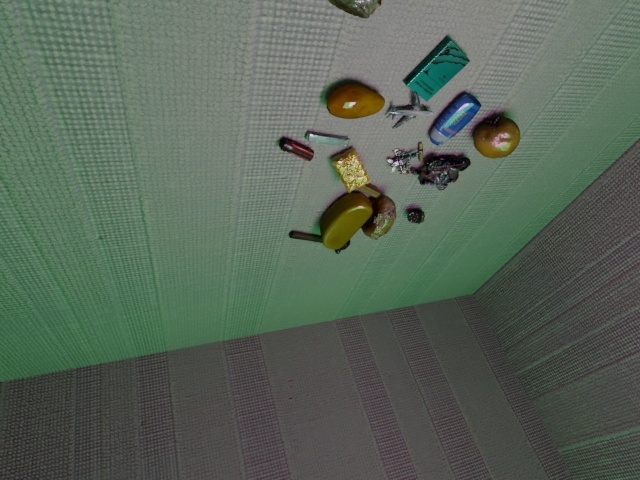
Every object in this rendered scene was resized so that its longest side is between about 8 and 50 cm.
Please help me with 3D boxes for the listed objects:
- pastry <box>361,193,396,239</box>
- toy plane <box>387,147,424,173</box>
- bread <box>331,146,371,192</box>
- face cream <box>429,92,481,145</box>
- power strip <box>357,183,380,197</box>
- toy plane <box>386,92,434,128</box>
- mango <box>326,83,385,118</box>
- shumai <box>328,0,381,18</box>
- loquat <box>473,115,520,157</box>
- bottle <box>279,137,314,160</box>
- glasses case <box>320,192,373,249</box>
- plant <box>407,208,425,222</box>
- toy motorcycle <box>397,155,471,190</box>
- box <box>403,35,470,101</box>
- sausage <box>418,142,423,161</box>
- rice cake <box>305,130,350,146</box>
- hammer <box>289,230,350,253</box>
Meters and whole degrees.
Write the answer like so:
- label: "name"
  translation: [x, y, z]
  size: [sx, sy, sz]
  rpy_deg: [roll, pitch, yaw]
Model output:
- label: "pastry"
  translation: [0.301, -0.136, 2.234]
  size: [0.121, 0.236, 0.257]
  rpy_deg: [17, 123, -28]
- label: "toy plane"
  translation: [0.425, -0.403, 2.024]
  size: [0.188, 0.062, 0.135]
  rpy_deg: [-19, 117, 13]
- label: "bread"
  translation: [0.145, -0.330, 1.934]
  size: [0.125, 0.068, 0.188]
  rpy_deg: [-26, 122, 10]
- label: "face cream"
  translation: [0.613, -0.547, 1.901]
  size: [0.149, 0.083, 0.264]
  rpy_deg: [8, 139, -36]
- label: "power strip"
  translation: [0.205, -0.284, 2.102]
  size: [0.305, 0.064, 0.044]
  rpy_deg: [17, 129, -44]
- label: "toy plane"
  translation: [0.394, -0.557, 1.786]
  size: [0.226, 0.058, 0.226]
  rpy_deg: [-14, 161, -21]
- label: "mango"
  translation: [0.145, -0.546, 1.620]
  size: [0.253, 0.113, 0.138]
  rpy_deg: [-8, 147, -22]
- label: "shumai"
  translation: [0.110, -0.771, 1.244]
  size: [0.184, 0.184, 0.142]
  rpy_deg: [10, 114, -39]
- label: "loquat"
  translation: [0.857, -0.507, 2.010]
  size: [0.213, 0.213, 0.213]
  rpy_deg: [-14, 148, -9]
- label: "bottle"
  translation: [-0.105, -0.392, 1.775]
  size: [0.164, 0.060, 0.060]
  rpy_deg: [15, 134, -42]
- label: "glasses case"
  translation: [0.120, -0.113, 2.237]
  size: [0.173, 0.141, 0.371]
  rpy_deg: [16, 133, -29]
- label: "plant"
  translation: [0.574, -0.145, 2.483]
  size: [0.094, 0.092, 0.143]
  rpy_deg: [4, -174, 33]
- label: "toy motorcycle"
  translation: [0.594, -0.351, 2.150]
  size: [0.401, 0.134, 0.207]
  rpy_deg: [-6, 140, -28]
- label: "box"
  translation: [0.468, -0.681, 1.655]
  size: [0.161, 0.042, 0.226]
  rpy_deg: [14, 136, -43]
- label: "sausage"
  translation: [0.502, -0.443, 2.060]
  size: [0.024, 0.024, 0.132]
  rpy_deg: [-21, 150, 3]
- label: "rice cake"
  translation: [0.033, -0.442, 1.795]
  size: [0.211, 0.034, 0.043]
  rpy_deg: [1, 135, -29]
- label: "hammer"
  translation: [0.000, 0.000, 2.451]
  size: [0.440, 0.044, 0.168]
  rpy_deg: [10, 139, -39]
